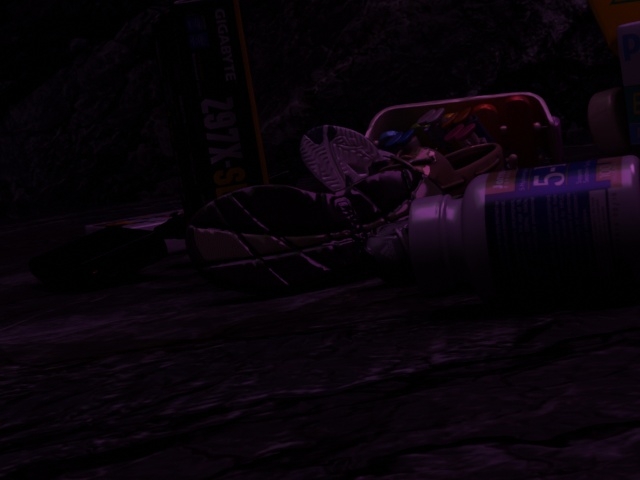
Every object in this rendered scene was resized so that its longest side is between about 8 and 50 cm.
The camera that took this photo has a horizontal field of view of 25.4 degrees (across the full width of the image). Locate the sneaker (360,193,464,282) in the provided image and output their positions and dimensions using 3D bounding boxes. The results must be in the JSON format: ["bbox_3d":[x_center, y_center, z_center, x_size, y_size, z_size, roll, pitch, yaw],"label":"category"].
[{"bbox_3d":[0.104,0.008,1.361,0.132,0.086,0.228,-13,-5,2],"label":"sneaker"}]

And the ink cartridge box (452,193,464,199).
[{"bbox_3d":[0.255,-0.033,1.590,0.209,0.062,0.109,-8,5,7],"label":"ink cartridge box"}]

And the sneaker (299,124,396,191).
[{"bbox_3d":[0.086,-0.089,2.043,0.235,0.094,0.153,17,-3,7],"label":"sneaker"}]

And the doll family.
[{"bbox_3d":[0.230,-0.119,2.105,0.118,0.163,0.263,-45,20,-19],"label":"doll family"}]

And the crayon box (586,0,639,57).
[{"bbox_3d":[0.531,-0.292,1.738,0.313,0.106,0.363,-33,-29,21],"label":"crayon box"}]

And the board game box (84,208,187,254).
[{"bbox_3d":[-0.187,-0.022,2.197,0.305,0.053,0.193,-11,7,-29],"label":"board game box"}]

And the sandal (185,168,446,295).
[{"bbox_3d":[0.002,0.001,1.506,0.303,0.120,0.086,-9,-23,-26],"label":"sandal"}]

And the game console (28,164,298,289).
[{"bbox_3d":[-0.200,-0.021,1.887,0.361,0.044,0.213,-24,12,-23],"label":"game console"}]

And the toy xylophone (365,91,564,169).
[{"bbox_3d":[0.232,-0.138,2.267,0.323,0.236,0.081,-11,47,16],"label":"toy xylophone"}]

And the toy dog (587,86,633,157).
[{"bbox_3d":[0.470,-0.099,1.741,0.334,0.161,0.220,4,-10,-32],"label":"toy dog"}]

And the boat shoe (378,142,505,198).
[{"bbox_3d":[0.115,-0.065,1.817,0.122,0.110,0.341,8,14,41],"label":"boat shoe"}]

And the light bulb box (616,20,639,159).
[{"bbox_3d":[0.563,-0.148,1.458,0.361,0.225,0.358,-12,7,-34],"label":"light bulb box"}]

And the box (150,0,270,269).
[{"bbox_3d":[-0.125,-0.115,1.660,0.079,0.322,0.257,-10,5,-10],"label":"box"}]

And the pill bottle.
[{"bbox_3d":[0.171,-0.004,1.154,0.187,0.112,0.112,-7,6,16],"label":"pill bottle"}]
